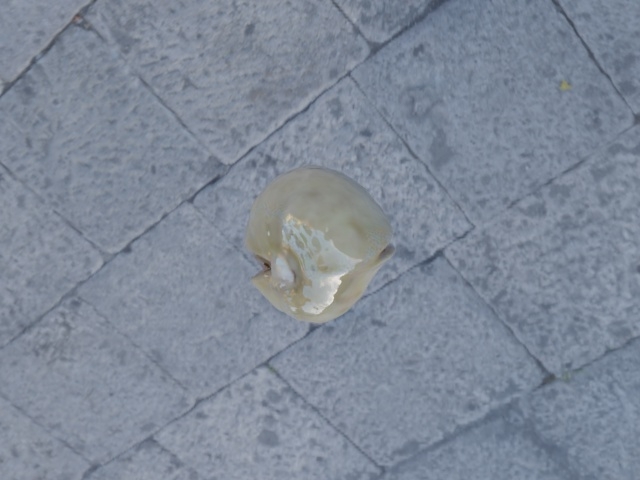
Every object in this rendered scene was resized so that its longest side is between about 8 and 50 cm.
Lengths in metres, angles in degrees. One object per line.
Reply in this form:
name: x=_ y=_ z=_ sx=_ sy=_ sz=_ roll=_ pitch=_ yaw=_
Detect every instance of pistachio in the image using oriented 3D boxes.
pistachio: x=0.000 y=0.000 z=1.110 sx=0.230 sy=0.309 sz=0.229 roll=2 pitch=106 yaw=8
